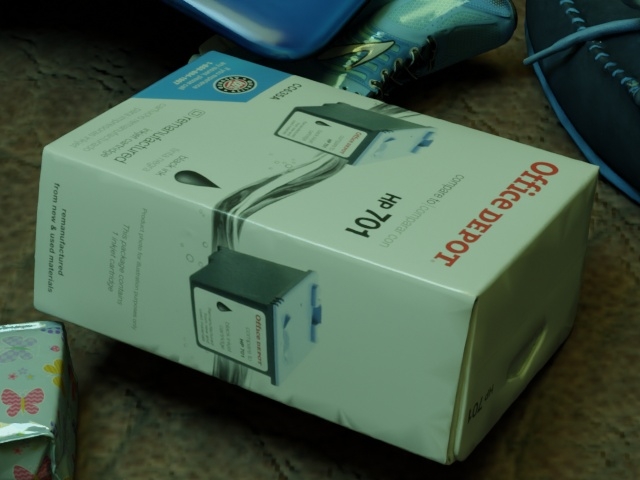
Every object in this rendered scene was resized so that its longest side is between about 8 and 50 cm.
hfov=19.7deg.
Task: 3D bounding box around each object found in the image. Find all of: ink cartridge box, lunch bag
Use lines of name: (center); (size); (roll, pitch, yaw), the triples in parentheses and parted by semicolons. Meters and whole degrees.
ink cartridge box: (0.000, 0.000, 0.760); (0.190, 0.082, 0.139); (17, 30, 21)
lunch bag: (-0.142, 0.072, 0.742); (0.083, 0.053, 0.071); (-7, 39, 3)

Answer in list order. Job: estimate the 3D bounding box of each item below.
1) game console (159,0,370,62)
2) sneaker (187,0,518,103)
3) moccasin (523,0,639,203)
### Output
game console: (-0.061, -0.192, 0.973); (0.250, 0.173, 0.293); (-24, 20, 50)
sneaker: (0.021, -0.075, 0.881); (0.162, 0.063, 0.073); (-21, 56, -4)
moccasin: (0.208, -0.056, 0.796); (0.137, 0.117, 0.342); (-24, 48, -18)
